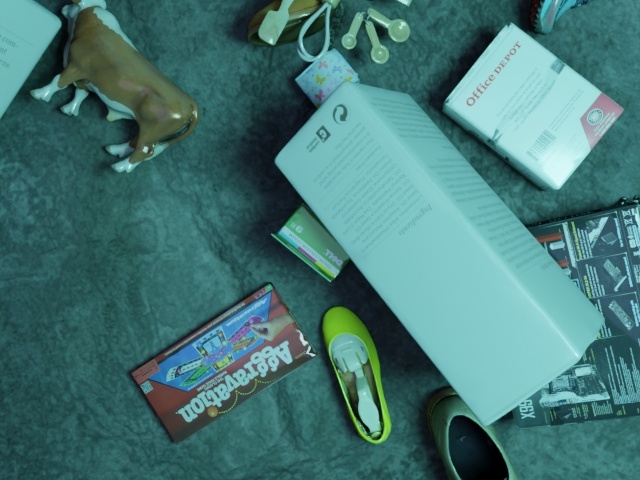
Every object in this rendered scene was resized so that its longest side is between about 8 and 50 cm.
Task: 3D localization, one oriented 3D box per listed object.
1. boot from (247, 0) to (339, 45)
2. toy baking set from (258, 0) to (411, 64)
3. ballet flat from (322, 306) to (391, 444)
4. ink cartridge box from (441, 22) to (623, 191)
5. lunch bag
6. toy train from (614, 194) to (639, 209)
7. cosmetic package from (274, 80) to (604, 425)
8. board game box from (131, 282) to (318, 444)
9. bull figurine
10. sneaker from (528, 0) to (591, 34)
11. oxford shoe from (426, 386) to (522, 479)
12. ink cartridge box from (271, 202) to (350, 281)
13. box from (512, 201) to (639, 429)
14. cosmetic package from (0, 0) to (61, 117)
[{"bbox_3d":[-0.029,-0.454,1.090,0.283,0.109,0.220,-29,90,2],"label":"boot"},{"bbox_3d":[0.034,-0.366,1.034,0.256,0.030,0.196,-2,92,-14],"label":"toy baking set"},{"bbox_3d":[0.061,0.218,1.106,0.077,0.077,0.230,-18,89,6],"label":"ballet flat"},{"bbox_3d":[0.321,-0.203,1.072,0.218,0.092,0.158,39,94,2],"label":"ink cartridge box"},{"bbox_3d":[0.014,-0.259,1.119,0.083,0.053,0.071,-41,85,14],"label":"lunch bag"},{"bbox_3d":[0.545,-0.057,1.086,0.158,0.027,0.036,-6,101,5],"label":"toy train"},{"bbox_3d":[0.168,0.000,0.964,0.161,0.230,0.453,-45,74,26],"label":"cosmetic package"},{"bbox_3d":[-0.160,0.206,1.151,0.281,0.027,0.145,-33,89,4],"label":"board game box"},{"bbox_3d":[-0.345,-0.259,1.129,0.310,0.101,0.188,43,98,6],"label":"bull figurine"},{"bbox_3d":[0.426,-0.417,1.055,0.125,0.104,0.261,35,94,2],"label":"sneaker"},{"bbox_3d":[0.264,0.402,1.062,0.123,0.130,0.348,-31,88,5],"label":"oxford shoe"},{"bbox_3d":[0.000,0.000,1.043,0.109,0.209,0.062,40,94,3],"label":"ink cartridge box"},{"bbox_3d":[0.387,0.118,1.045,0.243,0.076,0.307,-14,89,22],"label":"box"},{"bbox_3d":[-0.681,-0.297,1.007,0.327,0.329,0.393,36,93,23],"label":"cosmetic package"}]
